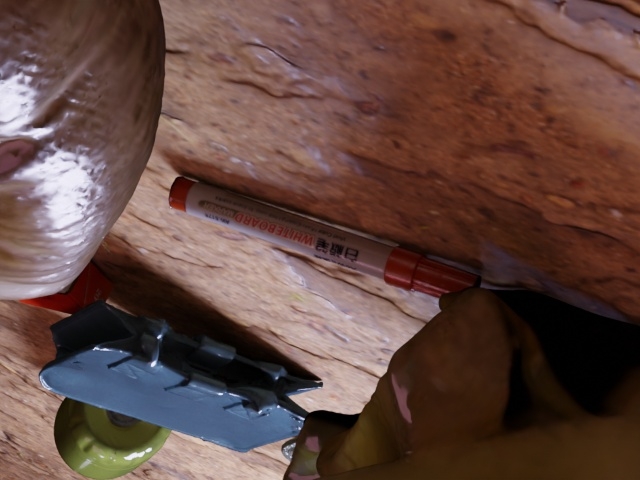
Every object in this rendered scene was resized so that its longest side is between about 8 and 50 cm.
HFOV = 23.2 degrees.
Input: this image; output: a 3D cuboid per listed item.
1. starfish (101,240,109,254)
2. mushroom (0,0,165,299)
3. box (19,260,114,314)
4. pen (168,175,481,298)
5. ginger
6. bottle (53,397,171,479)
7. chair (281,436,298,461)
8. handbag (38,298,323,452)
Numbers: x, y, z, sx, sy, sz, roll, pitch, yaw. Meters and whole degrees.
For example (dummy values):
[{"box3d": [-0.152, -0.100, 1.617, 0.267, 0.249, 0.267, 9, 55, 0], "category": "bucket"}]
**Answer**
[{"box3d": [-0.216, -0.018, 1.311, 0.086, 0.016, 0.092, 22, 161, 16], "category": "starfish"}, {"box3d": [-0.183, -0.109, 0.861, 0.314, 0.224, 0.397, -3, 154, 27], "category": "mushroom"}, {"box3d": [-0.266, 0.010, 1.391, 0.100, 0.048, 0.152, 13, 157, 36], "category": "box"}, {"box3d": [0.000, 0.000, 1.089, 0.239, 0.028, 0.028, 19, 157, 20], "category": "pen"}, {"box3d": [0.125, 0.226, 1.069, 0.358, 0.211, 0.413, -27, 118, 41], "category": "ginger"}, {"box3d": [-0.235, 0.205, 1.702, 0.112, 0.112, 0.260, 29, 158, -7], "category": "bottle"}, {"box3d": [0.078, 0.352, 1.596, 0.319, 0.186, 0.160, 36, 162, -28], "category": "chair"}, {"box3d": [-0.128, 0.123, 1.419, 0.229, 0.062, 0.179, 22, 156, -23], "category": "handbag"}]
